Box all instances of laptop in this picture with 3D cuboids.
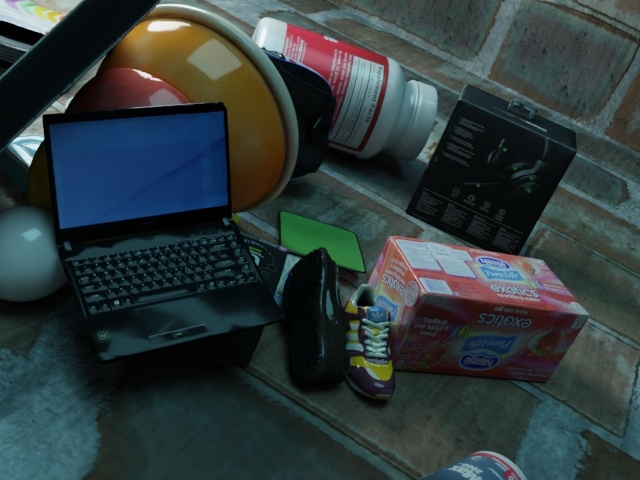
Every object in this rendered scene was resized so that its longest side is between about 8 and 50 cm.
[{"bbox_3d":[-0.181,-0.020,0.932,0.234,0.137,0.264,-10,54,-30],"label":"laptop"}]

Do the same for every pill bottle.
[{"bbox_3d":[0.033,-0.310,1.699,0.407,0.229,0.229,16,29,-13],"label":"pill bottle"},{"bbox_3d":[0.140,0.303,0.849,0.180,0.108,0.108,-9,41,-43],"label":"pill bottle"}]

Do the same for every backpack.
[{"bbox_3d":[-0.114,-0.230,1.459,0.263,0.277,0.213,13,17,-24],"label":"backpack"}]

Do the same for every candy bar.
[{"bbox_3d":[-0.166,-0.053,1.031,0.161,0.040,0.018,37,-7,-36],"label":"candy bar"}]

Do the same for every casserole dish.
[{"bbox_3d":[-0.434,-0.116,1.238,0.188,0.037,0.114,38,32,24],"label":"casserole dish"}]

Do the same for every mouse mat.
[{"bbox_3d":[0.000,0.000,1.349,0.152,0.007,0.190,17,19,-10],"label":"mouse mat"}]

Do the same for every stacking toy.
[{"bbox_3d":[-0.278,-0.088,1.086,0.350,0.351,0.480,28,44,11],"label":"stacking toy"}]

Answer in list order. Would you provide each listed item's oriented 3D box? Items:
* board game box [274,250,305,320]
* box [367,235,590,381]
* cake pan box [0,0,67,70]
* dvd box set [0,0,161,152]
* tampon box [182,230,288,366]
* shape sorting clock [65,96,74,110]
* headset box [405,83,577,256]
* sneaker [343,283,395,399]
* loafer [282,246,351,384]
[{"bbox_3d":[-0.025,0.075,1.208,0.103,0.026,0.154,17,29,-9],"label":"board game box"},{"bbox_3d":[0.231,0.107,1.213,0.300,0.142,0.154,8,31,-25],"label":"box"},{"bbox_3d":[-0.591,-0.407,1.596,0.245,0.070,0.267,16,29,-8],"label":"cake pan box"},{"bbox_3d":[-0.375,-0.217,1.046,0.062,0.307,0.420,47,-11,-22],"label":"dvd box set"},{"bbox_3d":[-0.125,0.068,1.069,0.120,0.101,0.161,20,29,-4],"label":"tampon box"},{"bbox_3d":[-0.371,-0.234,1.479,0.206,0.040,0.206,17,29,-10],"label":"shape sorting clock"},{"bbox_3d":[0.343,-0.144,1.577,0.246,0.283,0.131,24,29,5],"label":"headset box"},{"bbox_3d":[0.067,0.138,1.104,0.069,0.084,0.185,10,30,-22],"label":"sneaker"},{"bbox_3d":[-0.001,0.110,1.100,0.078,0.080,0.220,35,41,-36],"label":"loafer"}]
